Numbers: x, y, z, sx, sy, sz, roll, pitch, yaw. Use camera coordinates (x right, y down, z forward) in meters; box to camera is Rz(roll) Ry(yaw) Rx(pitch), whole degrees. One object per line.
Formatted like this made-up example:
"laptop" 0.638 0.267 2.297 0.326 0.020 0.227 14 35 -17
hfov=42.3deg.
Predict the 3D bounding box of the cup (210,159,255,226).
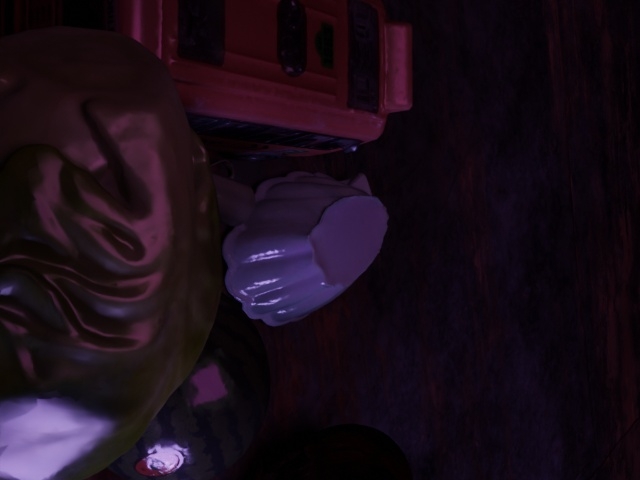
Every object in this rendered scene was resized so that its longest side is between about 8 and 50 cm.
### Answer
"cup" -0.122 -0.063 0.993 0.083 0.054 0.074 23 87 -46

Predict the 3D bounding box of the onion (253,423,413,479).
"onion" 0.027 0.359 1.066 0.281 0.281 0.221 -46 168 -40

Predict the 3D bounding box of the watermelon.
"watermelon" -0.151 0.143 0.844 0.212 0.212 0.212 -1 91 -51

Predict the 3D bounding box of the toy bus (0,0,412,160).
"toy bus" -0.101 -0.202 0.881 0.427 0.233 0.203 0 90 -50

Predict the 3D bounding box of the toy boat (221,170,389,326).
"toy boat" 0.000 0.000 1.112 0.290 0.100 0.199 -34 117 -43

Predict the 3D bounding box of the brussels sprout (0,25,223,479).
"brussels sprout" -0.219 0.017 0.627 0.281 0.289 0.354 -69 -178 -72
